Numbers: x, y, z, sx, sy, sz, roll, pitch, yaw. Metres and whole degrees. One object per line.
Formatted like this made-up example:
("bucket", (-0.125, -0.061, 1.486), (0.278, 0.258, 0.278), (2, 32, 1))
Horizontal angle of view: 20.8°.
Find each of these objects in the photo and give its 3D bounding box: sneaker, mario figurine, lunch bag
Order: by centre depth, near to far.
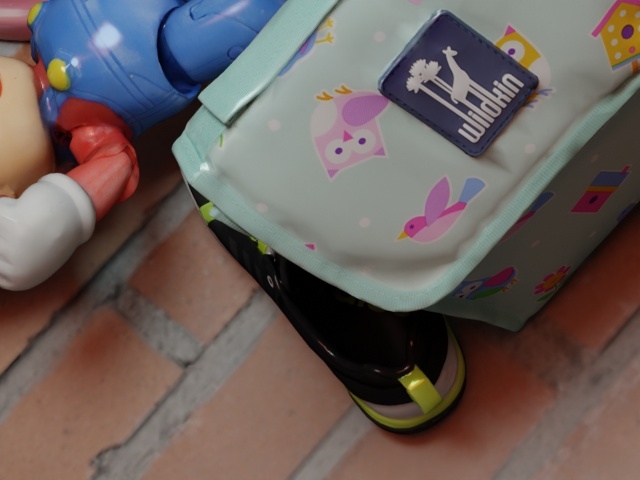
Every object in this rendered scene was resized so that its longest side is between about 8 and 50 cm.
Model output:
("lunch bag", (0.072, -0.083, 0.818), (0.223, 0.262, 0.160), (-49, 62, 15))
("sneaker", (0.000, 0.000, 0.928), (0.084, 0.097, 0.235), (-40, 65, -3))
("mario figurine", (-0.139, -0.097, 0.931), (0.320, 0.198, 0.170), (-37, 102, 8))

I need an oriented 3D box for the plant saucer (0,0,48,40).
("plant saucer", (-0.169, -0.290, 1.095), (0.332, 0.084, 0.332), (-6, 68, 14))
